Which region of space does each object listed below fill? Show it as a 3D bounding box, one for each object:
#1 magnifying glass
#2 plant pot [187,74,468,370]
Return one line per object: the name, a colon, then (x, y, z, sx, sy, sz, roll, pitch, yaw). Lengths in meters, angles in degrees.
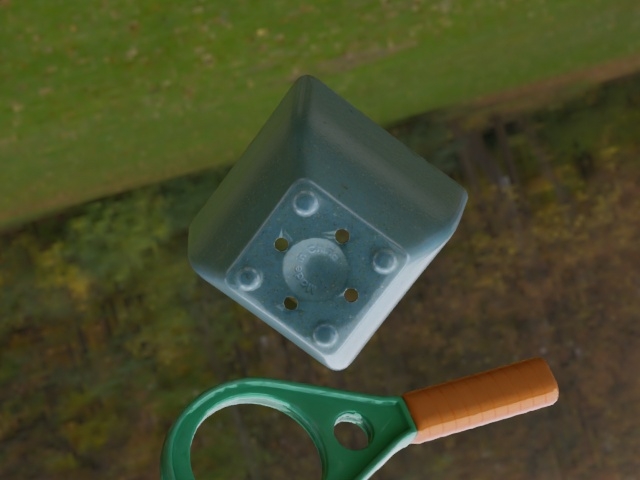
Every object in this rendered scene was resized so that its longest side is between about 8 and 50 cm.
magnifying glass: (0.025, 0.102, 0.819, 0.231, 0.092, 0.026, -12, 152, -25)
plant pot: (0.000, 0.000, 1.691, 0.247, 0.248, 0.252, -52, -174, 14)
